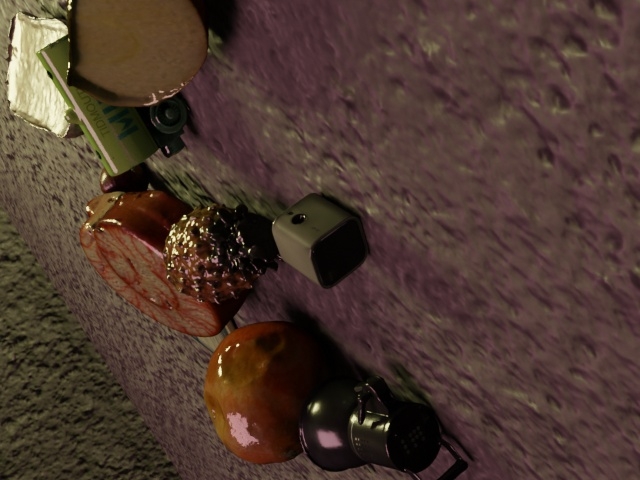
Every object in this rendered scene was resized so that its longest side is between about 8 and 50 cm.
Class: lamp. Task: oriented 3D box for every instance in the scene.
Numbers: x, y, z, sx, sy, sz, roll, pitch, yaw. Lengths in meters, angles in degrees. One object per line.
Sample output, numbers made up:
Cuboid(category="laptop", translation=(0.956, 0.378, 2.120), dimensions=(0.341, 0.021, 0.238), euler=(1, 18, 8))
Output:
Cuboid(category="lamp", translation=(0.084, 0.269, 1.545), dimensions=(0.227, 0.147, 0.172), euler=(-6, 114, 58))

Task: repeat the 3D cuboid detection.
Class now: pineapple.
Cuboid(category="pineapple", translation=(-0.133, 0.013, 1.571), dimensions=(0.158, 0.158, 0.279), euler=(57, 156, -8))

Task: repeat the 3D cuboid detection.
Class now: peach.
Cuboid(category="peach", translation=(-0.076, 0.252, 1.704), dimensions=(0.214, 0.214, 0.235), euler=(76, -179, -45))

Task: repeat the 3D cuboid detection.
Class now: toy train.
Cuboid(category="toy train", translation=(-0.307, -0.217, 1.563), dimensions=(0.105, 0.157, 0.253), euler=(10, 132, 62))

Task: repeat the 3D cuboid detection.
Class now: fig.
Cuboid(category="fig", translation=(-0.364, -0.128, 1.967), dimensions=(0.089, 0.089, 0.125), euler=(82, 173, -52))

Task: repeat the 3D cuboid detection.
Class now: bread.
Cuboid(category="bread", translation=(-0.266, 0.039, 1.858), dimensions=(0.328, 0.114, 0.295), euler=(-4, 131, 54))

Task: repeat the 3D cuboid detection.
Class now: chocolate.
Cuboid(category="chocolate", translation=(-0.439, -0.279, 1.794), dimensions=(0.303, 0.100, 0.185), euler=(27, 107, 53))

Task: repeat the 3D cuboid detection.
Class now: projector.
Cuboid(category="projector", translation=(0.000, 0.000, 1.348), dimensions=(0.082, 0.083, 0.083), euler=(33, 151, 43))

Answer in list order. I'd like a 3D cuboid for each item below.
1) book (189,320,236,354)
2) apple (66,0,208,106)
Cuboid(category="book", translation=(-0.240, 0.177, 2.241), dimensions=(0.322, 0.018, 0.228), euler=(29, 150, 48))
Cuboid(category="apple", translation=(-0.240, -0.299, 1.265), dimensions=(0.254, 0.179, 0.346), euler=(39, 156, 5))
